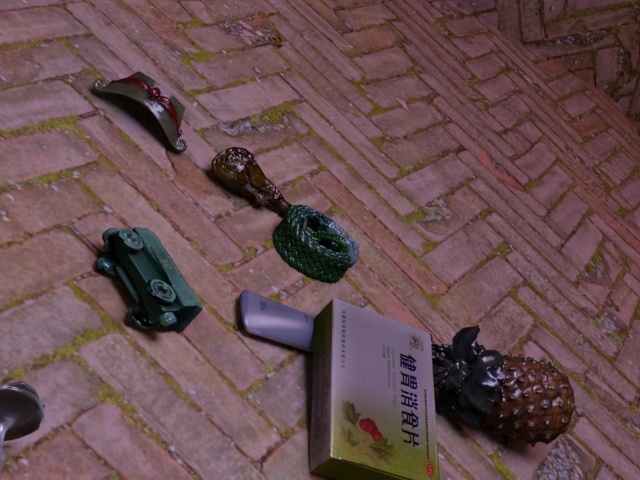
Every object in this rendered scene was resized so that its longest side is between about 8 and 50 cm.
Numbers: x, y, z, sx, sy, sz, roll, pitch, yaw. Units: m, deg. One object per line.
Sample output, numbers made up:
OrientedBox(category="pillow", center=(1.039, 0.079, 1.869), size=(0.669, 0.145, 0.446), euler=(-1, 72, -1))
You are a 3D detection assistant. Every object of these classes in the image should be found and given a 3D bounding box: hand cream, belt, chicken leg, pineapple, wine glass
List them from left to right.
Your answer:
OrientedBox(category="wine glass", center=(-0.312, 0.234, 0.918), size=(0.122, 0.122, 0.183), euler=(22, 32, -29))
OrientedBox(category="chicken leg", center=(-0.106, -0.091, 1.613), size=(0.178, 0.070, 0.093), euler=(41, 3, -25))
OrientedBox(category="hand cream", center=(-0.011, 0.141, 1.437), size=(0.255, 0.048, 0.079), euler=(21, 33, -25))
OrientedBox(category="belt", center=(0.000, 0.000, 1.595), size=(0.151, 0.079, 0.121), euler=(34, 31, -13))
OrientedBox(category="pineapple", center=(0.262, 0.229, 1.545), size=(0.310, 0.141, 0.170), euler=(19, 64, -21))

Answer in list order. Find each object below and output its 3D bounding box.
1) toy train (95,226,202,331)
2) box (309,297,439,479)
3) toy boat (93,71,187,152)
OrientedBox(category="toy train", center=(-0.232, 0.051, 1.284), size=(0.099, 0.070, 0.172), euler=(3, 45, -56))
OrientedBox(category="box", center=(0.076, 0.225, 1.352), size=(0.175, 0.062, 0.260), euler=(22, 45, -22))
OrientedBox(category="toy boat", center=(-0.286, -0.224, 1.577), size=(0.185, 0.071, 0.089), euler=(37, -12, -7))
